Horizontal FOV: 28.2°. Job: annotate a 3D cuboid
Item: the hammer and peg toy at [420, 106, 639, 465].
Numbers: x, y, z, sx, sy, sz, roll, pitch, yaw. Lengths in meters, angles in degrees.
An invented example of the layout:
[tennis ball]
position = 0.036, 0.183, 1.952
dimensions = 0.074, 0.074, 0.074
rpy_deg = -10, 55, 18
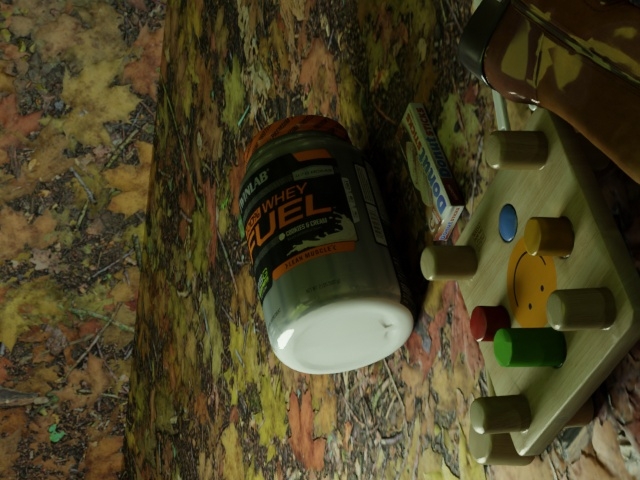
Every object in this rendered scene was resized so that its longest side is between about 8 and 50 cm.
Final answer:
[hammer and peg toy]
position = 0.192, 0.067, 1.271
dimensions = 0.361, 0.127, 0.266
rpy_deg = 115, 147, -49

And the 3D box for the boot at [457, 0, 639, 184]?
[boot]
position = 0.263, -0.214, 1.114
dimensions = 0.264, 0.096, 0.280
rpy_deg = -57, 40, 8

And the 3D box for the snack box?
[snack box]
position = 0.133, -0.086, 1.574
dimensions = 0.064, 0.022, 0.178
rpy_deg = 113, 149, -44

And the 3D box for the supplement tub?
[supplement tub]
position = 0.000, 0.000, 1.689
dimensions = 0.193, 0.194, 0.316
rpy_deg = 115, 147, -49

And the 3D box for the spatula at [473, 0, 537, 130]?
[spatula]
position = 0.213, -0.239, 1.371
dimensions = 0.168, 0.019, 0.242
rpy_deg = -37, 57, 58
